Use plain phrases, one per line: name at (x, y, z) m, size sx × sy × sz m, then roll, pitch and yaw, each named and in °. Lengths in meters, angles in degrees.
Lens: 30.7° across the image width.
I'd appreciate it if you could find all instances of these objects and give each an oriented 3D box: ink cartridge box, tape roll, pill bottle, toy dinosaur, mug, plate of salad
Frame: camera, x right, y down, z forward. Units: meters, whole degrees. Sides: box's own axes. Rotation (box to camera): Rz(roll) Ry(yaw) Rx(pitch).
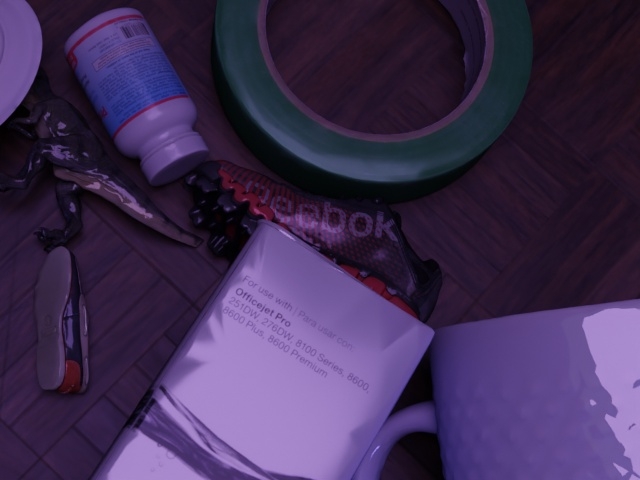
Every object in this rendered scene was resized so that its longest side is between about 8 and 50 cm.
ink cartridge box at (-0.099, 0.213, 0.934) m, size 0.166 × 0.285 × 0.395 m, roll 33°, pitch 72°, yaw -1°
tape roll at (0.051, -0.198, 1.184) m, size 0.321 × 0.077 × 0.321 m, roll 3°, pitch 74°, yaw -9°
pill bottle at (-0.174, -0.137, 1.124) m, size 0.087 × 0.087 × 0.160 m, roll -28°, pitch 80°, yaw -15°
toy dinosaur at (-0.243, -0.063, 1.109) m, size 0.268 × 0.064 × 0.118 m, roll 46°, pitch 66°, yaw 2°
mug at (0.202, 0.231, 1.012) m, size 0.374 × 0.276 × 0.328 m, roll -9°, pitch 82°, yaw 19°
plate of salad at (-0.352, -0.158, 1.109) m, size 0.199 × 0.048 × 0.200 m, roll -7°, pitch 62°, yaw 14°

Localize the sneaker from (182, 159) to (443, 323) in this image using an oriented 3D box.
sneaker at (0.000, 0.000, 1.112) m, size 0.276 × 0.098 × 0.135 m, roll 35°, pitch 56°, yaw 11°

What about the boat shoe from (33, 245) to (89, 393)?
boat shoe at (-0.235, 0.074, 1.080) m, size 0.043 × 0.049 × 0.137 m, roll 17°, pitch 63°, yaw -49°
